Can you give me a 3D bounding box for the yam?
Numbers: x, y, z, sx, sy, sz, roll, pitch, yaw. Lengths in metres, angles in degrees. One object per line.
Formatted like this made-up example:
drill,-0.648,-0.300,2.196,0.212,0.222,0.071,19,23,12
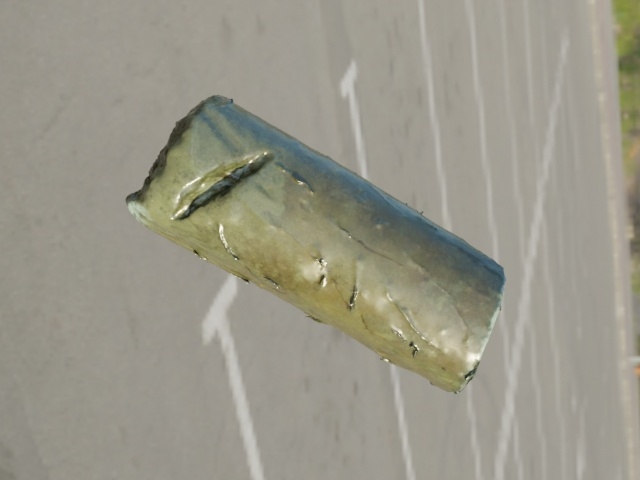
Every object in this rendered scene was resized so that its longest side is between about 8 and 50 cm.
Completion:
yam,0.000,0.000,0.419,0.054,0.132,0.054,-60,-179,3
